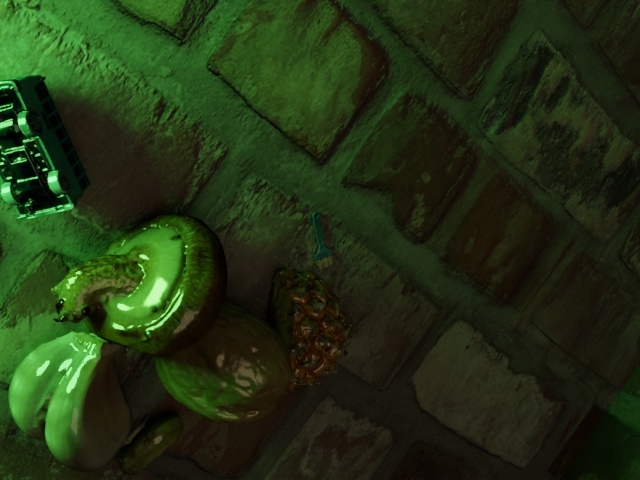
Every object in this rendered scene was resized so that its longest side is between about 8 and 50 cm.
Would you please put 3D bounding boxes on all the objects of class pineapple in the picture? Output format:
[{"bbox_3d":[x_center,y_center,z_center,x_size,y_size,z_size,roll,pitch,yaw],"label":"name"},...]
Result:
[{"bbox_3d":[0.016,0.252,1.646,0.286,0.209,0.344,2,106,-29],"label":"pineapple"}]

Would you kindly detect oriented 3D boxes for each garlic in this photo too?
[{"bbox_3d":[-0.553,0.377,1.436,0.245,0.232,0.340,-68,158,-43],"label":"garlic"}]

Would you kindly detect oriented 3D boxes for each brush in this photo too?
[{"bbox_3d":[0.000,0.000,1.658,0.051,0.014,0.164,-21,116,-22],"label":"brush"}]

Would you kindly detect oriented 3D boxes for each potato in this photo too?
[{"bbox_3d":[-0.425,0.506,1.581,0.188,0.085,0.105,-43,161,-1],"label":"potato"}]

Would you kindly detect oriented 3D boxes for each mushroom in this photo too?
[{"bbox_3d":[-0.361,0.091,1.327,0.345,0.345,0.259,-49,143,-4],"label":"mushroom"}]

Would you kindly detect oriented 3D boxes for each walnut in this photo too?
[{"bbox_3d":[-0.220,0.287,1.479,0.313,0.252,0.277,39,101,-3],"label":"walnut"}]

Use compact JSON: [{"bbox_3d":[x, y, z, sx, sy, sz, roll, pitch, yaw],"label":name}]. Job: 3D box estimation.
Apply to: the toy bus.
[{"bbox_3d":[-0.553,-0.184,1.210,0.128,0.147,0.256,-12,117,7],"label":"toy bus"}]
